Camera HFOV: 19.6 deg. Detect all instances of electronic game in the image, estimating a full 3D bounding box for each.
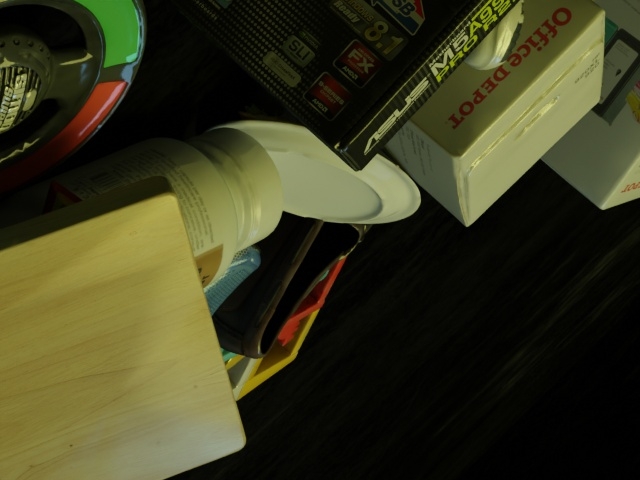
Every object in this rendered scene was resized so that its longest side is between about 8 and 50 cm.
[{"bbox_3d":[-0.213,-0.100,1.184,0.229,0.048,0.229,-28,151,-17],"label":"electronic game"}]

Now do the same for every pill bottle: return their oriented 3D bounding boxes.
[{"bbox_3d":[-0.141,-0.010,1.480,0.229,0.131,0.131,-27,153,-45],"label":"pill bottle"}]

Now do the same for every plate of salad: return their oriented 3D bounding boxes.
[{"bbox_3d":[-0.008,-0.066,1.608,0.200,0.199,0.048,78,26,-68],"label":"plate of salad"}]

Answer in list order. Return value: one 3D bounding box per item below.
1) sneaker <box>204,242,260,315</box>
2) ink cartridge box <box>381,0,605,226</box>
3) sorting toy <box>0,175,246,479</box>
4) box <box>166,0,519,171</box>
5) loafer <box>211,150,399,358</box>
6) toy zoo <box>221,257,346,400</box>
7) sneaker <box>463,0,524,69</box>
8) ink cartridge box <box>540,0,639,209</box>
[{"bbox_3d":[-0.161,0.130,1.697,0.330,0.147,0.130,-49,161,3],"label":"sneaker"},{"bbox_3d":[0.093,-0.164,1.521,0.171,0.232,0.168,-44,161,-8],"label":"ink cartridge box"},{"bbox_3d":[-0.207,0.078,1.310,0.257,0.089,0.255,-20,131,-8],"label":"sorting toy"},{"bbox_3d":[-0.003,-0.210,1.162,0.216,0.270,0.060,-47,163,1],"label":"box"},{"bbox_3d":[0.000,0.000,1.816,0.302,0.095,0.109,-46,144,-18],"label":"loafer"},{"bbox_3d":[-0.064,0.090,2.009,0.192,0.030,0.293,-28,154,-44],"label":"toy zoo"},{"bbox_3d":[0.048,-0.226,1.358,0.153,0.235,0.094,-19,-175,-33],"label":"sneaker"},{"bbox_3d":[0.354,-0.206,2.058,0.198,0.197,0.270,-16,145,-56],"label":"ink cartridge box"}]
